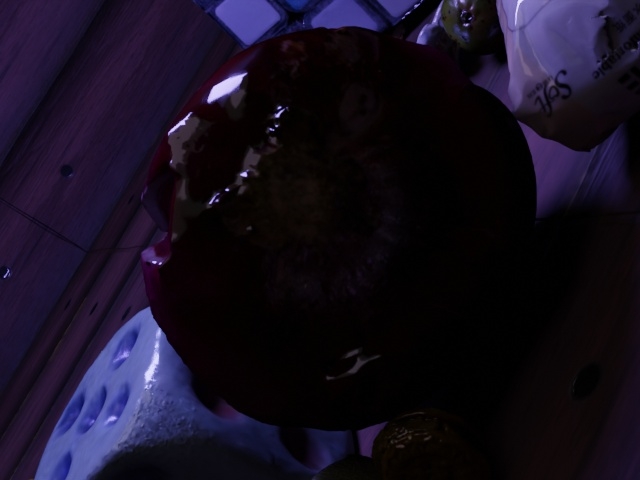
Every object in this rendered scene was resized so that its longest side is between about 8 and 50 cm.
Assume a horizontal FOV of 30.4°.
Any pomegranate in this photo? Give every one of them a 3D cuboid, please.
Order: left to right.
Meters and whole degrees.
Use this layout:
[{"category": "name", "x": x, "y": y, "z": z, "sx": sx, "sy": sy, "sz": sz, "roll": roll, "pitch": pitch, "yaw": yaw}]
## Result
[{"category": "pomegranate", "x": 0.224, "y": -0.306, "z": 1.557, "sx": 0.114, "sy": 0.114, "sz": 0.142, "roll": -41, "pitch": -4, "yaw": 39}]

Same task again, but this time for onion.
[{"category": "onion", "x": 0.000, "y": 0.000, "z": 1.210, "sx": 0.398, "sy": 0.398, "sz": 0.420, "roll": -62, "pitch": 7, "yaw": -16}]

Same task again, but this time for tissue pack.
[{"category": "tissue pack", "x": 0.327, "y": -0.301, "z": 1.134, "sx": 0.375, "sy": 0.195, "sz": 0.390, "roll": -40, "pitch": 30, "yaw": 38}]

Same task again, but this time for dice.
[{"category": "dice", "x": -0.138, "y": 0.248, "z": 1.283, "sx": 0.264, "sy": 0.268, "sz": 0.262, "roll": -48, "pitch": 22, "yaw": 21}]

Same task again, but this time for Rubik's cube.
[{"category": "Rubik's cube", "x": -0.015, "y": -0.523, "z": 2.032, "sx": 0.359, "sy": 0.362, "sz": 0.363, "roll": -39, "pitch": 22, "yaw": 30}]

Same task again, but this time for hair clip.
[{"category": "hair clip", "x": 0.190, "y": -0.312, "z": 1.653, "sx": 0.146, "sy": 0.075, "sz": 0.257, "roll": 59, "pitch": -130, "yaw": -64}]

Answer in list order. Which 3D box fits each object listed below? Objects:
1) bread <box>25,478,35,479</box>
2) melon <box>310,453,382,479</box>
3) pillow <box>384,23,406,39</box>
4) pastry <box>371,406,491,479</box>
[{"category": "bread", "x": -0.478, "y": 0.533, "z": 1.825, "sx": 0.333, "sy": 0.160, "sz": 0.333, "roll": -47, "pitch": 20, "yaw": 23}, {"category": "melon", "x": 0.031, "y": 0.272, "z": 1.112, "sx": 0.128, "sy": 0.079, "sz": 0.160, "roll": -2, "pitch": 54, "yaw": 55}, {"category": "pillow", "x": 0.073, "y": -0.312, "z": 2.033, "sx": 0.135, "sy": 0.034, "sz": 0.211, "roll": -54, "pitch": 19, "yaw": -10}, {"category": "pastry", "x": 0.099, "y": 0.195, "z": 1.045, "sx": 0.109, "sy": 0.097, "sz": 0.057, "roll": -6, "pitch": 30, "yaw": 18}]
